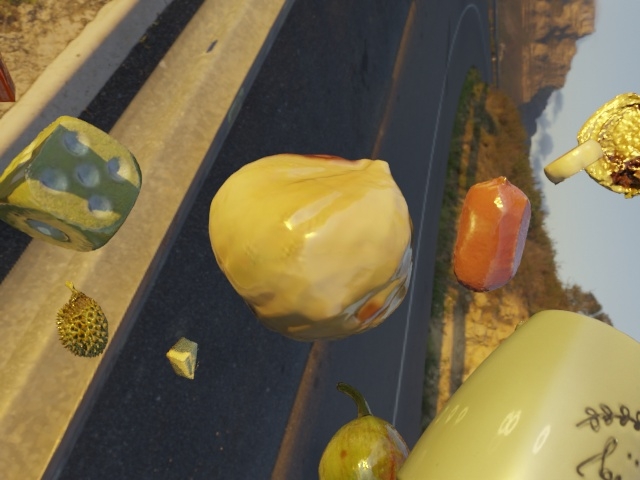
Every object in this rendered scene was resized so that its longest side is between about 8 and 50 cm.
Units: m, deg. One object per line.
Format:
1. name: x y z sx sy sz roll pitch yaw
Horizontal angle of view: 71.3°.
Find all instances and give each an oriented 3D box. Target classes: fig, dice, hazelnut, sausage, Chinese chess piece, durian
1. fig: 0.064 0.307 0.694 0.245 0.149 0.149 -94 171 -60
2. dice: -0.572 -0.121 1.021 0.227 0.238 0.233 38 56 -39
3. hazelnut: 0.000 0.000 0.541 0.241 0.261 0.261 -42 143 -8
4. sausage: 0.370 -0.012 0.961 0.148 0.148 0.254 -31 124 -65
5. Chinese chess piece: 0.566 -0.176 1.001 0.051 0.122 0.122 58 22 6
6. durian: -0.604 0.199 1.117 0.102 0.146 0.208 -14 86 -61

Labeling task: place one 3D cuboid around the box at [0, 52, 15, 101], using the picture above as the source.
1. box: -0.673 -0.324 0.700 0.273 0.265 0.048 120 -41 -60

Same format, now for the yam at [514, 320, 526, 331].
1. yam: 0.306 0.168 0.674 0.043 0.043 0.094 -50 151 -58

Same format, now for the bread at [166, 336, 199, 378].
1. bread: -0.425 0.384 1.431 0.080 0.084 0.109 -48 137 -42

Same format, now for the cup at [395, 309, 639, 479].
1. cup: 0.239 0.224 0.444 0.234 0.186 0.258 -47 106 -18

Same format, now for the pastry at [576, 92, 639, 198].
1. pastry: 0.843 -0.253 1.210 0.170 0.237 0.256 12 118 -50
